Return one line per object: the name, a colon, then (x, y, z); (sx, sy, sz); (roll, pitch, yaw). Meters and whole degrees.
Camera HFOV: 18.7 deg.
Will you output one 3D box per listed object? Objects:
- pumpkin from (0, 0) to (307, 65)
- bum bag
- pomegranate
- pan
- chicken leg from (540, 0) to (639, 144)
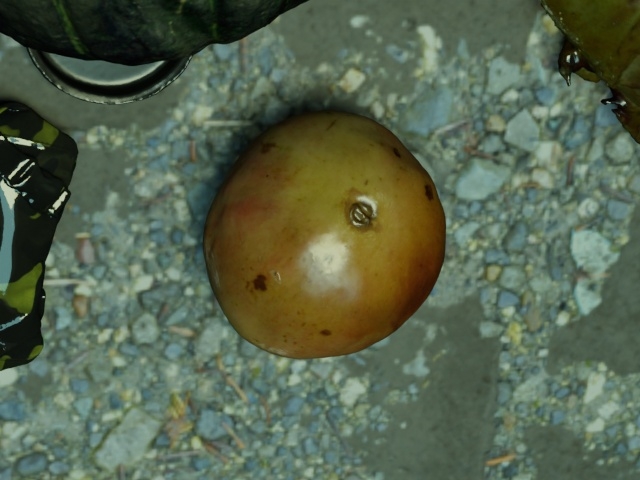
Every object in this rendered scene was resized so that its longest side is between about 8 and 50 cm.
pumpkin: (-0.111, -0.256, 1.260); (0.323, 0.323, 0.241); (-8, 125, -10)
bum bag: (-0.250, 0.006, 1.479); (0.107, 0.060, 0.232); (9, 108, -8)
pomegranate: (-0.001, -0.002, 1.471); (0.191, 0.191, 0.191); (-5, 113, -11)
pan: (-0.114, -0.196, 1.444); (0.235, 0.028, 0.136); (-34, 116, 6)
chicken leg: (0.233, -0.223, 1.455); (0.211, 0.140, 0.361); (-37, 120, 13)
